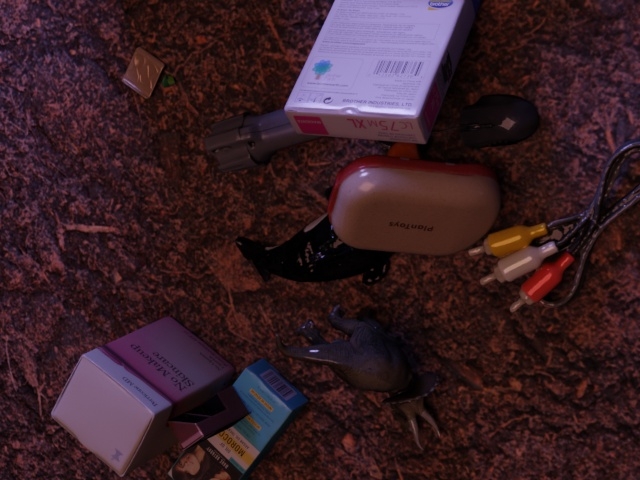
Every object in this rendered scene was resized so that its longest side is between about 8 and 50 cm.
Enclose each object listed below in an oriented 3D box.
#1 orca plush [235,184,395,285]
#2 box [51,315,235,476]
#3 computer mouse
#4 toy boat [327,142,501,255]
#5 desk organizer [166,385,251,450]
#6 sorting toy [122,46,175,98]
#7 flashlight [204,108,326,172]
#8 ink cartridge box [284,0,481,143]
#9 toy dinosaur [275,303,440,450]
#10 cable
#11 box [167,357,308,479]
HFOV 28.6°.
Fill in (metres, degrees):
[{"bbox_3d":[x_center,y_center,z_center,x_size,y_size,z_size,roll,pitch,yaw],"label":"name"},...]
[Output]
[{"bbox_3d":[0.000,0.000,1.789,0.287,0.102,0.151,-2,100,27],"label":"orca plush"},{"bbox_3d":[-0.263,0.228,1.891,0.149,0.232,0.126,37,115,15],"label":"box"},{"bbox_3d":[0.178,-0.153,1.705,0.242,0.041,0.071,-7,98,28],"label":"computer mouse"},{"bbox_3d":[0.125,-0.074,1.682,0.231,0.151,0.151,6,140,-11],"label":"toy boat"},{"bbox_3d":[-0.163,0.259,1.838,0.047,0.130,0.050,-38,80,28],"label":"desk organizer"},{"bbox_3d":[-0.260,-0.249,1.916,0.083,0.012,0.062,36,109,19],"label":"sorting toy"},{"bbox_3d":[-0.001,-0.162,1.733,0.304,0.103,0.103,-14,124,25],"label":"flashlight"},{"bbox_3d":[0.094,-0.265,1.637,0.186,0.065,0.311,7,59,26],"label":"ink cartridge box"},{"bbox_3d":[0.064,0.162,1.737,0.160,0.313,0.121,35,88,40],"label":"toy dinosaur"},{"bbox_3d":[0.339,-0.007,1.639,0.287,0.072,0.139,-37,89,27],"label":"cable"},{"bbox_3d":[-0.130,0.304,1.939,0.100,0.060,0.244,42,115,13],"label":"box"}]
